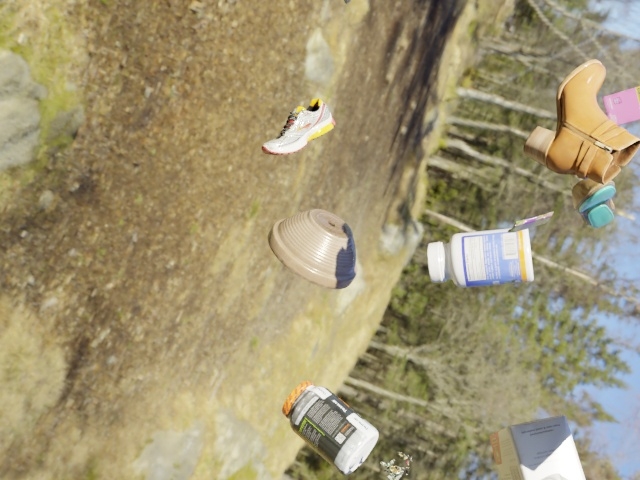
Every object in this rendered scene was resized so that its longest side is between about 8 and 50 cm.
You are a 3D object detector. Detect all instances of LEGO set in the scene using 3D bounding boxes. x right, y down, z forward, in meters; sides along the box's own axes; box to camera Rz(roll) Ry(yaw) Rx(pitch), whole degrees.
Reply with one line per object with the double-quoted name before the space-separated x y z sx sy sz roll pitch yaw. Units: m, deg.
"LEGO set" 0.143 0.426 1.316 0.083 0.054 0.024 -12 116 -42

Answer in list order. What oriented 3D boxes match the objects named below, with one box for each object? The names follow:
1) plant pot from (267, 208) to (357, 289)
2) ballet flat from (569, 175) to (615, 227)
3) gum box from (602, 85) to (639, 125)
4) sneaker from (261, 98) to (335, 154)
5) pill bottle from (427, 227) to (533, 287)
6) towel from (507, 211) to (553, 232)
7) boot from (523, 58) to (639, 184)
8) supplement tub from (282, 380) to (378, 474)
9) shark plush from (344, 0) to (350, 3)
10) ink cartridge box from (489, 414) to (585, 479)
"plant pot" 0.000 0.000 1.703 0.110 0.237 0.237 -59 175 25
"ballet flat" 0.743 -0.132 1.944 0.116 0.124 0.342 -31 157 18
"gum box" 0.631 -0.270 1.380 0.188 0.107 0.062 -21 96 -55
"sneaker" -0.066 -0.284 1.778 0.225 0.088 0.093 -39 120 -31
"pill bottle" 0.436 0.050 1.932 0.152 0.271 0.153 -6 90 -73
"towel" 0.418 -0.035 1.404 0.060 0.083 0.010 86 -13 -74
"boot" 0.429 -0.181 1.095 0.073 0.152 0.197 32 91 -44
"supplement tub" 0.017 0.388 1.484 0.117 0.190 0.117 -40 152 -27
"shark plush" 0.058 -0.542 1.467 0.073 0.067 0.161 -31 -171 18
"ink cartridge box" 0.473 0.541 1.488 0.226 0.131 0.307 87 -10 -70
